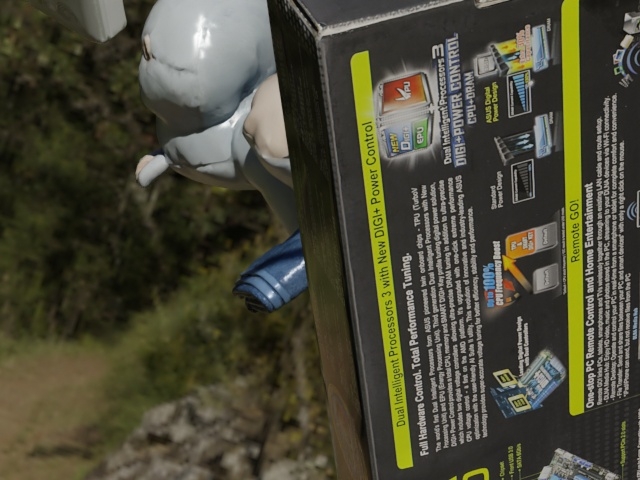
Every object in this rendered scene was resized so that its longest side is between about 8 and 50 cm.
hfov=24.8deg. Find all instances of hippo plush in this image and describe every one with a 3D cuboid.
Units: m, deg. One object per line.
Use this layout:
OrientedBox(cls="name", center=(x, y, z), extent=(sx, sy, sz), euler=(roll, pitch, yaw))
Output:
OrientedBox(cls="hippo plush", center=(-0.007, -0.102, 1.106), extent=(0.236, 0.234, 0.294), euler=(30, -29, 35))

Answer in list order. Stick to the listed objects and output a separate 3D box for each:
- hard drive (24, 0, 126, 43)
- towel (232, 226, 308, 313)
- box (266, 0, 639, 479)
OrientedBox(cls="hard drive", center=(-0.256, -0.314, 1.149), extent=(0.203, 0.040, 0.307), euler=(32, -29, 22))
OrientedBox(cls="towel", center=(0.000, 0.000, 0.903), extent=(0.029, 0.119, 0.067), euler=(54, -15, -10))
OrientedBox(cls="box", center=(0.105, 0.005, 0.516), extent=(0.216, 0.270, 0.060), euler=(-16, 37, -10))
